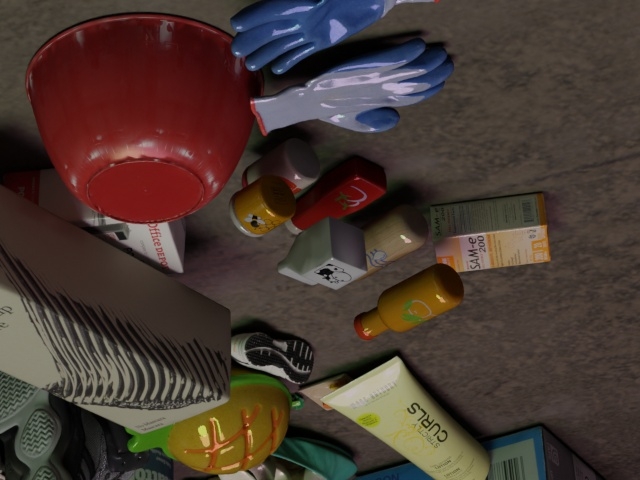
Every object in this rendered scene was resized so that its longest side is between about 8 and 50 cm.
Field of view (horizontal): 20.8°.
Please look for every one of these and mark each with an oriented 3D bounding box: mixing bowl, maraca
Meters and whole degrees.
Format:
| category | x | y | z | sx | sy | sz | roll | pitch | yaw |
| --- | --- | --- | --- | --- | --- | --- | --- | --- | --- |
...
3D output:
| category | x | y | z | sx | sy | sz | roll | pitch | yaw |
| --- | --- | --- | --- | --- | --- | --- | --- | --- | --- |
| mixing bowl | -0.130 | -0.076 | 1.304 | 0.181 | 0.098 | 0.181 | -3 | 149 | -2 |
| maraca | -0.106 | 0.172 | 1.688 | 0.186 | 0.099 | 0.127 | 12 | 123 | -45 |

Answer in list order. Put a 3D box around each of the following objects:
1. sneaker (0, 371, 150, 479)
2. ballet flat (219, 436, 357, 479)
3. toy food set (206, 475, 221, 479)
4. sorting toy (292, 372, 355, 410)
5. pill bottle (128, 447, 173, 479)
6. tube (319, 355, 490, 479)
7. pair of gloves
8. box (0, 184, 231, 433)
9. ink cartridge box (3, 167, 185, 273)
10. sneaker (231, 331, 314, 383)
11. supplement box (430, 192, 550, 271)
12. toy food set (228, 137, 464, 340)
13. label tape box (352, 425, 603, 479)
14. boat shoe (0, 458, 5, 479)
| category | x | y | z | sx | sy | sz | roll | pitch | yaw |
| --- | --- | --- | --- | --- | --- | --- | --- | --- | --- |
| sneaker | -0.234 | 0.233 | 1.647 | 0.101 | 0.268 | 0.153 | -20 | 151 | 33 |
| ballet flat | -0.054 | 0.243 | 1.849 | 0.083 | 0.087 | 0.247 | -25 | 143 | 34 |
| toy food set | -0.132 | 0.294 | 1.989 | 0.083 | 0.020 | 0.083 | -8 | 149 | 7 |
| sorting toy | 0.005 | 0.161 | 1.791 | 0.083 | 0.012 | 0.062 | -21 | 145 | 27 |
| pill bottle | -0.204 | 0.279 | 1.803 | 0.108 | 0.180 | 0.108 | -3 | 149 | -2 |
| tube | 0.097 | 0.193 | 1.811 | 0.062 | 0.070 | 0.240 | 18 | 162 | 41 |
| pair of gloves | 0.019 | -0.134 | 1.266 | 0.159 | 0.023 | 0.198 | -16 | 147 | -2 |
| box | -0.200 | 0.061 | 1.413 | 0.113 | 0.094 | 0.275 | -24 | 143 | 33 |
| ink cartridge box | -0.185 | -0.014 | 1.439 | 0.135 | 0.056 | 0.099 | -5 | 148 | 4 |
| sneaker | -0.049 | 0.109 | 1.684 | 0.044 | 0.040 | 0.109 | 5 | 165 | 43 |
| supplement box | 0.147 | -0.005 | 1.506 | 0.098 | 0.036 | 0.062 | -7 | 148 | 7 |
| toy food set | 0.000 | 0.000 | 1.426 | 0.232 | 0.111 | 0.104 | 22 | 141 | -39 |
| label tape box | 0.217 | 0.345 | 2.026 | 0.241 | 0.105 | 0.334 | -19 | 146 | 23 |
| boat shoe | -0.349 | 0.244 | 1.840 | 0.112 | 0.095 | 0.335 | 19 | 162 | 40 |
